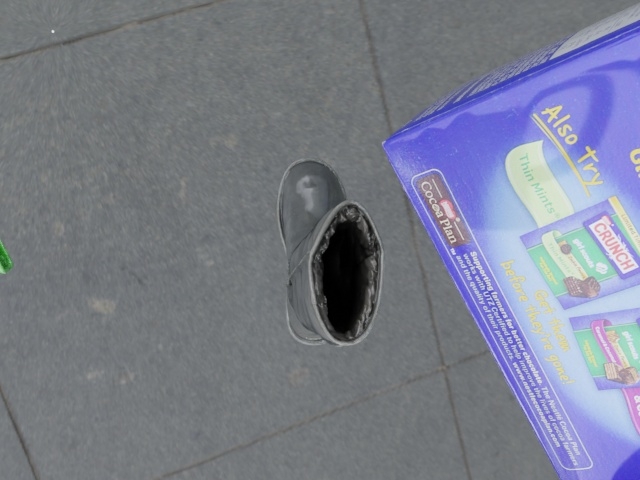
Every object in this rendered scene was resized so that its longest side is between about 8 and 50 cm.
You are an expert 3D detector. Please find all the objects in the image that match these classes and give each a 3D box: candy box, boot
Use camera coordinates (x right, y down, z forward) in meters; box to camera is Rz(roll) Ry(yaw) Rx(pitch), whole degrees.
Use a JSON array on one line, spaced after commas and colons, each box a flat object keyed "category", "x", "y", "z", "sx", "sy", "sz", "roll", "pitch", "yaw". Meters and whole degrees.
[{"category": "candy box", "x": 0.238, "y": -0.010, "z": 0.462, "sx": 0.122, "sy": 0.317, "sz": 0.268, "roll": -43, "pitch": 108, "yaw": -48}, {"category": "boot", "x": 0.002, "y": -0.001, "z": 0.704, "sx": 0.076, "sy": 0.208, "sz": 0.189, "roll": -6, "pitch": 79, "yaw": -2}]

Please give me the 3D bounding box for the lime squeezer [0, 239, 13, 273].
[{"category": "lime squeezer", "x": -0.256, "y": -0.120, "z": 0.569, "sx": 0.110, "sy": 0.059, "sz": 0.310, "roll": 25, "pitch": 122, "yaw": 18}]
